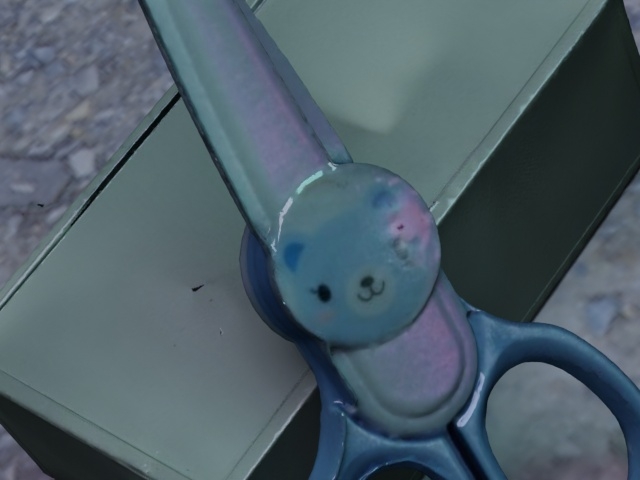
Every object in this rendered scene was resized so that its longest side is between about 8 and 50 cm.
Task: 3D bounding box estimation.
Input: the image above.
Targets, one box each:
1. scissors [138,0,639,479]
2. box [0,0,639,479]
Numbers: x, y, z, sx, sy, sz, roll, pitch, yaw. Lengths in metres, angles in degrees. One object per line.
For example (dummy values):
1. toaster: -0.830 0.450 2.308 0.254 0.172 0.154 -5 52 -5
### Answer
1. scissors: 0.007 0.008 0.544 0.125 0.256 0.030 -35 12 -22
2. box: 0.000 0.000 0.643 0.129 0.086 0.225 24 67 35
